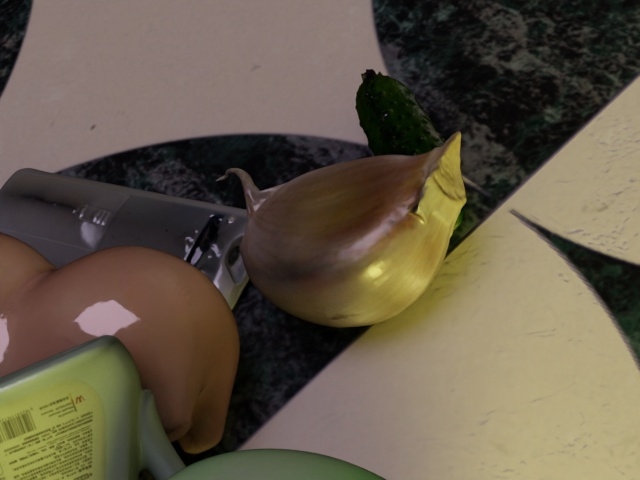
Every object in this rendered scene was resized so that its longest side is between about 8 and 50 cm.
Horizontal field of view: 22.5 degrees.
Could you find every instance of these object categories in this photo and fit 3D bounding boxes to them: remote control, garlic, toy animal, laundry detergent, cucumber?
[{"bbox_3d":[-0.196,-0.011,1.515,0.313,0.055,0.109,11,59,32],"label":"remote control"},{"bbox_3d":[-0.005,0.002,1.371,0.266,0.128,0.148,2,38,31],"label":"garlic"},{"bbox_3d":[-0.234,0.091,1.353,0.326,0.237,0.269,-21,65,7],"label":"toy animal"},{"bbox_3d":[-0.186,0.232,1.206,0.215,0.105,0.280,-24,91,-7],"label":"laundry detergent"},{"bbox_3d":[0.077,-0.086,1.440,0.069,0.069,0.227,-27,42,3],"label":"cucumber"}]

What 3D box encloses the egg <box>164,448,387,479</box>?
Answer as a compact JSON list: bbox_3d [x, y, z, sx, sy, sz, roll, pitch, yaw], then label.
[{"bbox_3d":[-0.018,0.254,1.092,0.269,0.220,0.220,25,66,21],"label":"egg"}]
